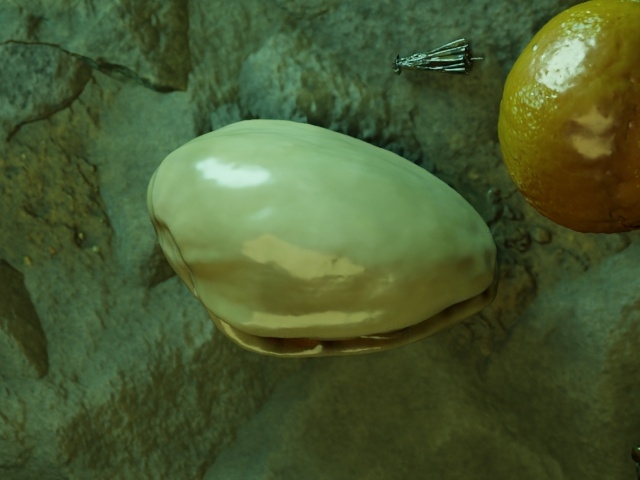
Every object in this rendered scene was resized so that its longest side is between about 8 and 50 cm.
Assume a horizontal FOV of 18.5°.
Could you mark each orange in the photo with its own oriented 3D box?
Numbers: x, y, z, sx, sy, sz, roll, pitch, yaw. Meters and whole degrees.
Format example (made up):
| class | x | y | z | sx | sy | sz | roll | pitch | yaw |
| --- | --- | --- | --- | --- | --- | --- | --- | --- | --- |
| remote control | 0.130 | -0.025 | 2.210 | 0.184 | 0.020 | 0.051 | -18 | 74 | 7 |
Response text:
| class | x | y | z | sx | sy | sz | roll | pitch | yaw |
| --- | --- | --- | --- | --- | --- | --- | --- | --- | --- |
| orange | 0.230 | -0.102 | 1.584 | 0.161 | 0.193 | 0.193 | 32 | 123 | 38 |

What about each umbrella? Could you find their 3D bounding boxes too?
| class | x | y | z | sx | sy | sz | roll | pitch | yaw |
| --- | --- | --- | --- | --- | --- | --- | --- | --- | --- |
| umbrella | 0.101 | -0.155 | 1.698 | 0.083 | 0.020 | 0.031 | -2 | 110 | 26 |

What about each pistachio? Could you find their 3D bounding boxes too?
| class | x | y | z | sx | sy | sz | roll | pitch | yaw |
| --- | --- | --- | --- | --- | --- | --- | --- | --- | --- |
| pistachio | 0.000 | 0.000 | 1.711 | 0.318 | 0.214 | 0.193 | 10 | 159 | 5 |

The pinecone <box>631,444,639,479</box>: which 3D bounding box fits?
| class | x | y | z | sx | sy | sz | roll | pitch | yaw |
| --- | --- | --- | --- | --- | --- | --- | --- | --- | --- |
| pinecone | 0.388 | 0.223 | 1.642 | 0.257 | 0.243 | 0.243 | -27 | 104 | -15 |
